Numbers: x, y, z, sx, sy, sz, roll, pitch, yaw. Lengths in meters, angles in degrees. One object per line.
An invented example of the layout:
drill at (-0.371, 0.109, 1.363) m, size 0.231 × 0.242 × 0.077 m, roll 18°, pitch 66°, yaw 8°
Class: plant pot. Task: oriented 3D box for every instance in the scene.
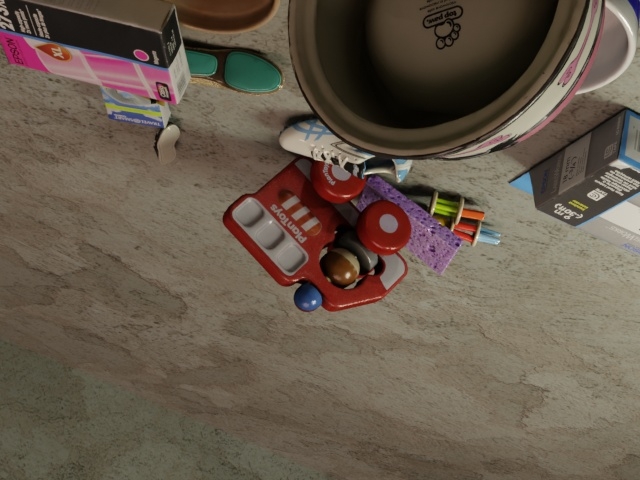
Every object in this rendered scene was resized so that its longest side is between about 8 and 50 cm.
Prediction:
plant pot at (-0.158, -0.400, 1.780) m, size 0.237 × 0.109 × 0.237 m, roll 12°, pitch 155°, yaw 6°

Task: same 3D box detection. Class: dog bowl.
dog bowl at (0.165, -0.283, 1.570) m, size 0.408 × 0.408 × 0.150 m, roll -5°, pitch 168°, yaw 32°
dog bowl at (0.301, -0.312, 1.748) m, size 0.265 × 0.104 × 0.265 m, roll 11°, pitch 154°, yaw 6°

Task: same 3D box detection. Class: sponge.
sponge at (0.161, -0.030, 2.368) m, size 0.210 × 0.031 × 0.117 m, roll 37°, pitch 155°, yaw 6°

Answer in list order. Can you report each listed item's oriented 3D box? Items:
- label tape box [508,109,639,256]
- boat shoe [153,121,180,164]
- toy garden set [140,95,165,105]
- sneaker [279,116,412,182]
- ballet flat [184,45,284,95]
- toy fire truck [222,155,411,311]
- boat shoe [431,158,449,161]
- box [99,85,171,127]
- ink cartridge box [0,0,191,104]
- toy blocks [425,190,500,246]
label tape box at (0.496, -0.068, 2.145) m, size 0.241 × 0.106 × 0.334 m, roll 23°, pitch 152°, yaw -18°
boat shoe at (-0.286, -0.186, 2.352) m, size 0.046 × 0.038 × 0.125 m, roll -27°, pitch 161°, yaw -16°
toy garden set at (-0.341, -0.295, 2.018) m, size 0.244 × 0.049 × 0.204 m, roll 18°, pitch 157°, yaw 3°
sneaker at (0.041, -0.154, 2.209) m, size 0.237 × 0.086 × 0.085 m, roll 9°, pitch 152°, yaw 9°
ballet flat at (-0.156, -0.279, 2.093) m, size 0.206 × 0.073 × 0.067 m, roll 14°, pitch -179°, yaw 5°
toy fire truck at (0.000, 0.000, 2.291) m, size 0.302 × 0.254 × 0.169 m, roll 49°, pitch 149°, yaw -1°
boat shoe at (0.147, -0.171, 2.132) m, size 0.224 × 0.080 × 0.073 m, roll 11°, pitch 149°, yaw -5°
box at (-0.325, -0.255, 2.228) m, size 0.109 × 0.042 × 0.178 m, roll 10°, pitch 153°, yaw 7°
ink cartridge box at (-0.380, -0.315, 1.893) m, size 0.371 × 0.069 × 0.175 m, roll 17°, pitch 153°, yaw 12°
toy blocks at (0.269, -0.035, 2.377) m, size 0.148 × 0.054 × 0.123 m, roll 14°, pitch 155°, yaw -1°
